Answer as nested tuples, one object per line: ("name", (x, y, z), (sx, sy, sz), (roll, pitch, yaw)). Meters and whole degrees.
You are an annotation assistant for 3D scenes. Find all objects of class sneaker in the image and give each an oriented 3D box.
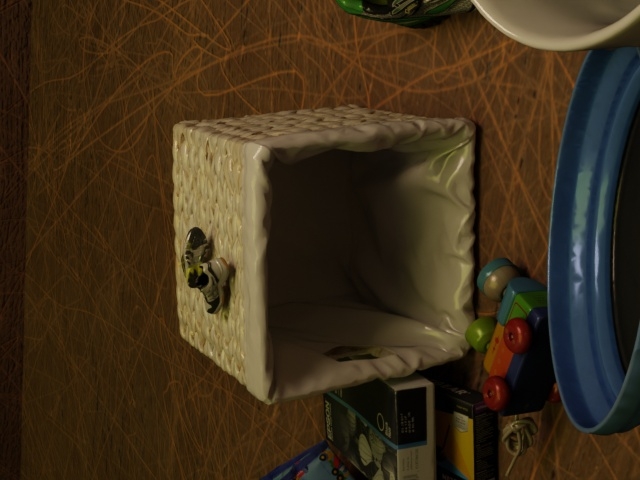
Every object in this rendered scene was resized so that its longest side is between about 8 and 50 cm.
("sneaker", (-0.136, 0.056, 1.367), (0.032, 0.037, 0.083), (49, 140, 41))
("sneaker", (0.143, -0.320, 1.340), (0.343, 0.146, 0.134), (-13, 88, 55))
("sneaker", (-0.161, 0.018, 1.408), (0.035, 0.031, 0.083), (45, 135, 49))

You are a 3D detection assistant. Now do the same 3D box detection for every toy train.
("toy train", (0.225, 0.154, 1.396), (0.143, 0.105, 0.248), (55, 140, 47))

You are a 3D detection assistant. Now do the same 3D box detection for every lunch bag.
("lunch bag", (-0.020, 0.463, 1.769), (0.221, 0.138, 0.293), (51, 151, 3))

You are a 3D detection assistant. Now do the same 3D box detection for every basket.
("basket", (0.000, 0.000, 1.481), (0.266, 0.328, 0.331), (20, 116, 56))

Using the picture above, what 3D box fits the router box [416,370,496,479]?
("router box", (0.164, 0.259, 1.549), (0.179, 0.046, 0.133), (14, 110, 54))

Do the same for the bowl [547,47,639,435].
("bowl", (0.298, -0.008, 1.092), (0.391, 0.077, 0.391), (-176, 90, -89))

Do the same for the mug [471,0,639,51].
("mug", (0.336, -0.309, 0.901), (0.374, 0.328, 0.276), (-10, 91, 55))

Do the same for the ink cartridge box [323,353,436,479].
("ink cartridge box", (0.065, 0.235, 1.602), (0.332, 0.065, 0.165), (-154, 59, -68))
